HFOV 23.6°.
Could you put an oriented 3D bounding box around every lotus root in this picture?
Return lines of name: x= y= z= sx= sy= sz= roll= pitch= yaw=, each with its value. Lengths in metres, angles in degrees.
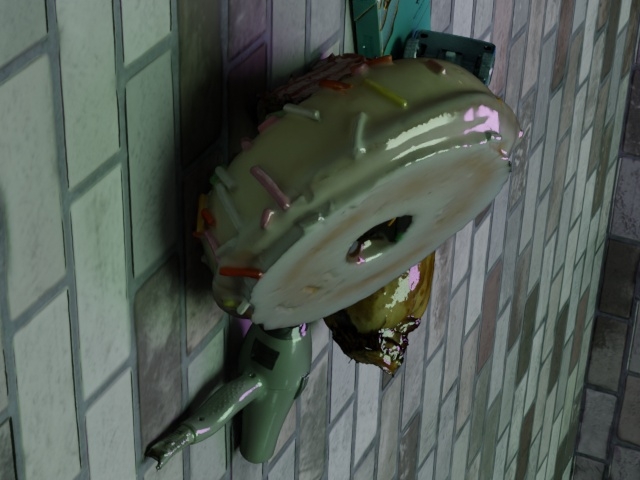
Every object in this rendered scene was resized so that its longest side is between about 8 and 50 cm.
lotus root: x=0.076 y=0.025 z=1.991 sx=0.169 sy=0.141 sz=0.314 roll=60 pitch=40 yaw=-66

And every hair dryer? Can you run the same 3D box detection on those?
hair dryer: x=-0.105 y=0.218 z=1.785 sx=0.267 sy=0.092 sz=0.229 roll=-46 pitch=154 yaw=-28

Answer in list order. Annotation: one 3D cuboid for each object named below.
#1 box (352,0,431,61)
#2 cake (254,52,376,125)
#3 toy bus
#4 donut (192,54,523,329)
box: x=0.093 y=-0.285 z=1.951 sx=0.229 sy=0.041 sz=0.162 roll=82 pitch=30 yaw=-48
cake: x=0.004 y=-0.159 z=1.729 sx=0.287 sy=0.098 sz=0.135 roll=10 pitch=88 yaw=-75
toy bus: x=0.142 y=-0.148 z=1.906 sx=0.134 sy=0.113 sz=0.246 roll=95 pitch=10 yaw=-46
donut: x=0.031 y=-0.054 z=1.617 sx=0.382 sy=0.142 sz=0.383 roll=-30 pitch=162 yaw=-11
